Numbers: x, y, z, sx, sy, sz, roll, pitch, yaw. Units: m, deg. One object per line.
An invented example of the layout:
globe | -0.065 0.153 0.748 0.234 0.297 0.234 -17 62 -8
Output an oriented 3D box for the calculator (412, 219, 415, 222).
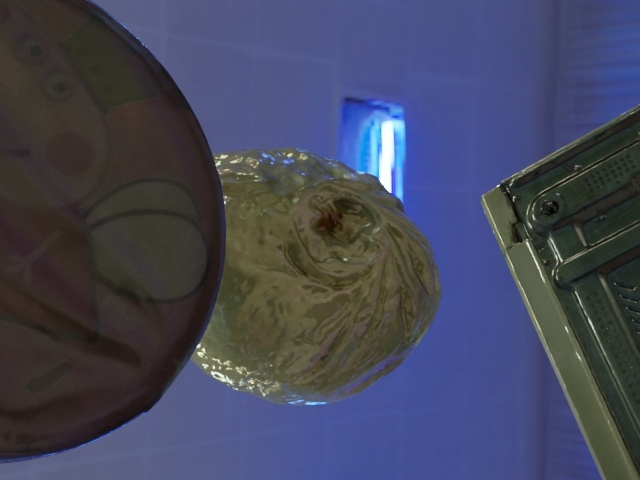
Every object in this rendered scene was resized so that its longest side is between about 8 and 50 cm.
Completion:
calculator | 0.000 0.000 1.323 0.191 0.034 0.126 24 -119 -6

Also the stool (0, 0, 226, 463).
stool | -0.207 -0.003 0.728 0.272 0.178 0.272 11 -110 -31

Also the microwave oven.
microwave oven | 0.232 0.047 0.770 0.145 0.194 0.240 34 -149 -51

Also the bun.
bun | -0.020 0.010 1.074 0.244 0.153 0.243 13 -134 -14
